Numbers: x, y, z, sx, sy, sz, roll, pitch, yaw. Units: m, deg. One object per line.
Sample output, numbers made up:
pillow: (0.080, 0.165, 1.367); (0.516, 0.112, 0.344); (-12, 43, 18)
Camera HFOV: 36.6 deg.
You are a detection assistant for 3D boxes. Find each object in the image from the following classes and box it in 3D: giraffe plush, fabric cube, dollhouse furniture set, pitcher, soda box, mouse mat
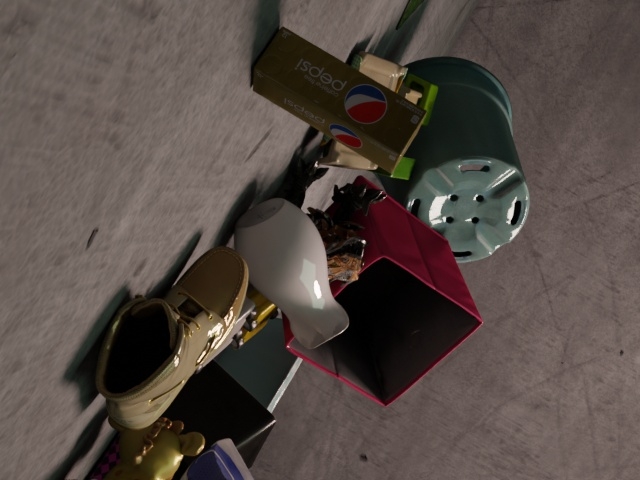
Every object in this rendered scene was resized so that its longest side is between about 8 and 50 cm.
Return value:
giraffe plush: (-0.250, 0.319, 1.296); (0.210, 0.181, 0.170); (-38, -153, 52)
fabric cube: (0.094, 0.090, 1.761); (0.254, 0.259, 0.258); (-44, -150, 22)
dollhouse furniture set: (0.060, -0.228, 1.713); (0.301, 0.151, 0.197); (2, 105, -59)
pitcher: (-0.053, 0.039, 1.455); (0.125, 0.207, 0.178); (-32, -157, -11)
soda box: (0.018, -0.149, 1.034); (0.061, 0.181, 0.058); (-58, 175, -16)
mouse mat: (0.206, -0.504, 1.892); (0.189, 0.007, 0.152); (-56, 174, -48)

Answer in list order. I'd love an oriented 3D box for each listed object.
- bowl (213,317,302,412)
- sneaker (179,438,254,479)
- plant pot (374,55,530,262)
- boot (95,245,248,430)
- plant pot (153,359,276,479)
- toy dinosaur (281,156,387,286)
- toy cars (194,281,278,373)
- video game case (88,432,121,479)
bowl: (-0.149, 0.275, 2.021); (0.311, 0.163, 0.311); (-58, 175, -9)
sneaker: (-0.235, 0.456, 1.516); (0.182, 0.127, 0.315); (-11, 147, -46)
plant pot: (0.262, -0.149, 1.979); (0.334, 0.341, 0.341); (-97, -151, -54)
boot: (-0.169, 0.093, 1.140); (0.262, 0.095, 0.203); (-53, 172, -19)
plant pot: (-0.220, 0.341, 1.688); (0.167, 0.187, 0.188); (-37, 161, -40)
toy dinosaur: (-0.017, -0.010, 1.620); (0.164, 0.322, 0.218); (25, 81, -46)
toy cars: (-0.147, 0.118, 1.565); (0.176, 0.087, 0.394); (-45, 174, 11)
video game case: (-0.350, 0.413, 1.503); (0.232, 0.042, 0.210); (-57, 175, -23)
